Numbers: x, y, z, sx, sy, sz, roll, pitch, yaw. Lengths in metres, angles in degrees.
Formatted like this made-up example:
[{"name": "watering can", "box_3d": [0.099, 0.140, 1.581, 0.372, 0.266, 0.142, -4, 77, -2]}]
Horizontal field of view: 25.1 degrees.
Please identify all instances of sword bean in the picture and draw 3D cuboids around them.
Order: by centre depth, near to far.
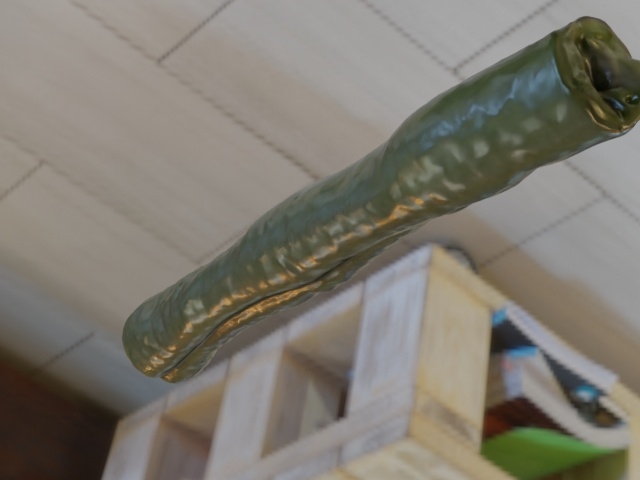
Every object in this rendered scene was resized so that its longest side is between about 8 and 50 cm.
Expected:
[{"name": "sword bean", "box_3d": [-0.001, 0.000, 0.462, 0.043, 0.038, 0.269, 5, 158, -31]}]
